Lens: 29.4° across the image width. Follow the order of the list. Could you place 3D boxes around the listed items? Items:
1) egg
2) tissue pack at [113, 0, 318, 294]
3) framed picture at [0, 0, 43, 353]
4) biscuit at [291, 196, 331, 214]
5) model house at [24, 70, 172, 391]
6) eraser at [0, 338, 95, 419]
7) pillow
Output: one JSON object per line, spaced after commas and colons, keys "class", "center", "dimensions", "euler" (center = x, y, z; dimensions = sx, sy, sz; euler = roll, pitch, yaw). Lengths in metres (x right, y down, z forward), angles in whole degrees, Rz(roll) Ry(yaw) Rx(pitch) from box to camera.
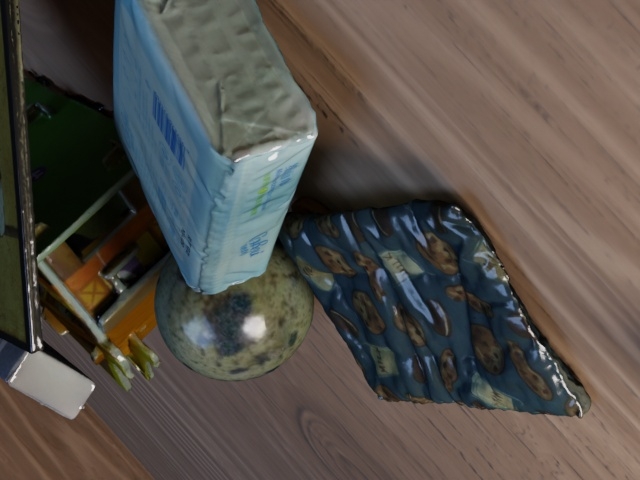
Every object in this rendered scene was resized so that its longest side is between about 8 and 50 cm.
{"class": "egg", "center": [-0.076, 0.053, 1.082], "dimensions": [0.141, 0.141, 0.181], "euler": [50, 178, -3]}
{"class": "tissue pack", "center": [-0.085, -0.084, 0.891], "dimensions": [0.177, 0.089, 0.263], "euler": [63, 164, 16]}
{"class": "framed picture", "center": [-0.304, -0.093, 1.026], "dimensions": [0.255, 0.014, 0.339], "euler": [15, 110, 50]}
{"class": "biscuit", "center": [0.000, 0.000, 1.008], "dimensions": [0.078, 0.015, 0.091], "euler": [30, 152, 40]}
{"class": "model house", "center": [-0.284, 0.024, 1.323], "dimensions": [0.357, 0.242, 0.313], "euler": [24, 151, 44]}
{"class": "eraser", "center": [-0.322, 0.112, 1.271], "dimensions": [0.092, 0.046, 0.212], "euler": [40, 171, -39]}
{"class": "pillow", "center": [0.070, 0.051, 0.906], "dimensions": [0.189, 0.034, 0.255], "euler": [56, 154, -17]}
